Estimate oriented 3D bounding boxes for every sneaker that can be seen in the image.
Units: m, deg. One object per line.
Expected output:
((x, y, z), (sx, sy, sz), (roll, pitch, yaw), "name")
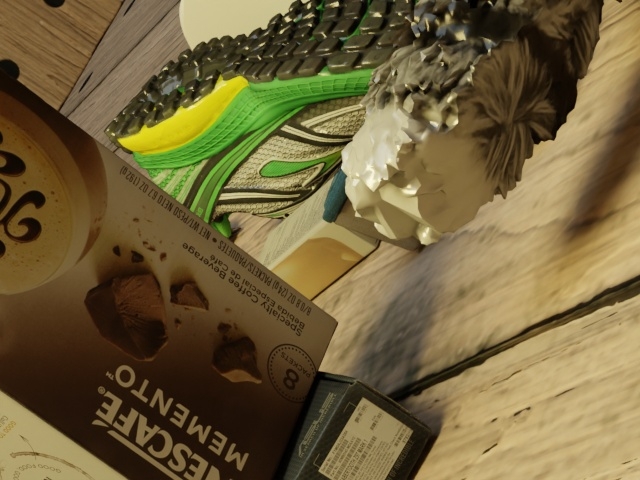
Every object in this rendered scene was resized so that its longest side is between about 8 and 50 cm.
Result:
((0.002, -0.098, 1.318), (0.343, 0.146, 0.134), (-16, 32, 44), "sneaker")

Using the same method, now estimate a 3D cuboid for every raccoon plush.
((0.044, -0.235, 1.003), (0.299, 0.216, 0.446), (16, 57, 41), "raccoon plush")

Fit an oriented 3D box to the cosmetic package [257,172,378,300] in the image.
((0.000, 0.000, 1.259), (0.115, 0.041, 0.060), (-39, 23, 47), "cosmetic package")

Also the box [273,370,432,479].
((-0.047, 0.182, 0.988), (0.232, 0.059, 0.183), (-58, 14, -10), "box")

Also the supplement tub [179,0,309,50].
((0.013, -0.256, 1.468), (0.191, 0.191, 0.272), (-34, 26, 55), "supplement tub")

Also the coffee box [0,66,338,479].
((-0.156, 0.039, 0.938), (0.119, 0.297, 0.168), (-35, 23, 46), "coffee box")

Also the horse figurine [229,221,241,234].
((-0.177, 0.051, 1.663), (0.174, 0.066, 0.263), (-65, 19, -10), "horse figurine")

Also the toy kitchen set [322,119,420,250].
((0.058, -0.130, 1.144), (0.166, 0.122, 0.207), (118, 177, -45), "toy kitchen set")
